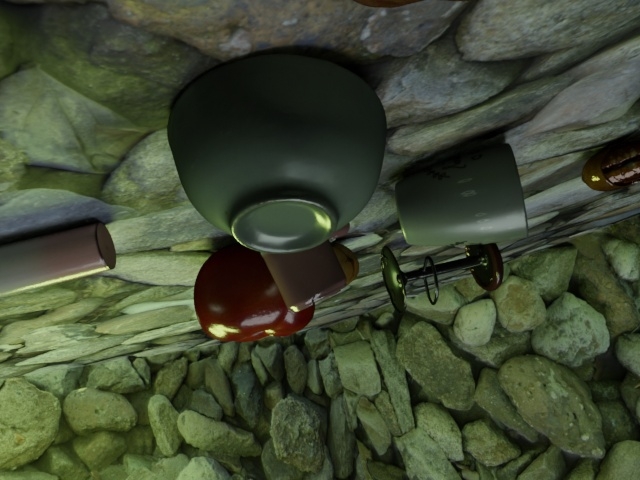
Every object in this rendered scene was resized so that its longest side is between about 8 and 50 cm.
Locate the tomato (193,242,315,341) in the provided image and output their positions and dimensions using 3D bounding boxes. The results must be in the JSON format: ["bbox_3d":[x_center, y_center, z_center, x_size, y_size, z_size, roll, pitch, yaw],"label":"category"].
[{"bbox_3d":[-0.162,0.118,1.268,0.298,0.226,0.298,-6,165,-2],"label":"tomato"}]

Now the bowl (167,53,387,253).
[{"bbox_3d":[-0.048,-0.075,0.677,0.289,0.146,0.289,-5,152,-3],"label":"bowl"}]

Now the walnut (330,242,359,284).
[{"bbox_3d":[0.017,0.080,1.480,0.144,0.144,0.180,-3,166,-39],"label":"walnut"}]

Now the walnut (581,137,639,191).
[{"bbox_3d":[0.721,-0.182,1.249,0.207,0.116,0.115,-21,164,22],"label":"walnut"}]

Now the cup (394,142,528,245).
[{"bbox_3d":[0.286,-0.088,1.100,0.234,0.186,0.258,-11,-165,19],"label":"cup"}]

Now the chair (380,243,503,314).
[{"bbox_3d":[0.415,0.082,1.714,0.400,0.227,0.226,-13,166,-9],"label":"chair"}]

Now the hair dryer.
[{"bbox_3d":[0.000,0.000,1.085,0.125,0.210,0.352,-27,176,24],"label":"hair dryer"}]

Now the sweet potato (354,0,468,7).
[{"bbox_3d":[0.102,-0.250,0.497,0.202,0.058,0.055,-8,-153,-12],"label":"sweet potato"}]

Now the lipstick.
[{"bbox_3d":[-0.529,0.048,0.915,0.326,0.087,0.087,-14,166,-5],"label":"lipstick"}]
